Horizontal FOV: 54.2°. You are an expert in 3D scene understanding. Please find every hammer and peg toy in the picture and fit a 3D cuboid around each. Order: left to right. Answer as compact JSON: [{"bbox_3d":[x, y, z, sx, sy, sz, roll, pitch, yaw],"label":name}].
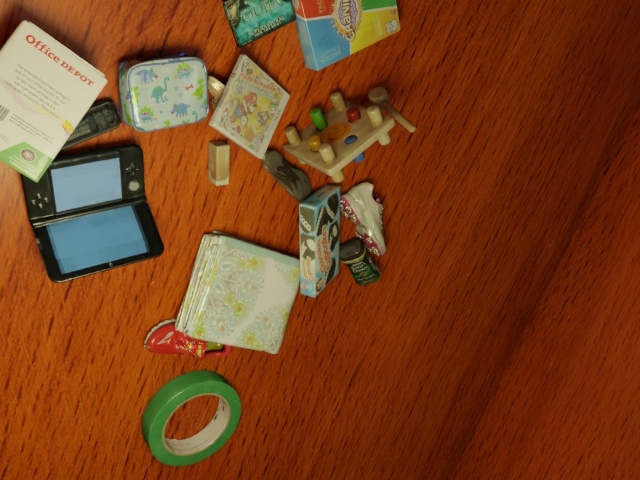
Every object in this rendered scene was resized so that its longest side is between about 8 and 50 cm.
[{"bbox_3d":[0.092,-0.338,1.828,0.361,0.266,0.127,-39,130,-13],"label":"hammer and peg toy"}]

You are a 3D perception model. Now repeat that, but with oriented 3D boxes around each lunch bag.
[{"bbox_3d":[-0.388,-0.373,1.557,0.219,0.090,0.176,-20,123,-34],"label":"lunch bag"}]

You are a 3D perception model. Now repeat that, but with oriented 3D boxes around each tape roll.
[{"bbox_3d":[-0.419,0.581,2.048,0.321,0.077,0.321,-18,123,-29],"label":"tape roll"}]

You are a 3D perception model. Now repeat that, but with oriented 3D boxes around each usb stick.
[{"bbox_3d":[-0.612,-0.257,1.488,0.278,0.045,0.077,-28,121,-22],"label":"usb stick"}]

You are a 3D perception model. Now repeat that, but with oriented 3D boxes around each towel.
[{"bbox_3d":[-0.238,0.164,1.924,0.374,0.090,0.320,20,88,-38],"label":"towel"}]

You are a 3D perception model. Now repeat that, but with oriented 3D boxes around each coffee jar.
[{"bbox_3d":[0.134,0.074,2.188,0.096,0.079,0.184,-19,133,19],"label":"coffee jar"}]

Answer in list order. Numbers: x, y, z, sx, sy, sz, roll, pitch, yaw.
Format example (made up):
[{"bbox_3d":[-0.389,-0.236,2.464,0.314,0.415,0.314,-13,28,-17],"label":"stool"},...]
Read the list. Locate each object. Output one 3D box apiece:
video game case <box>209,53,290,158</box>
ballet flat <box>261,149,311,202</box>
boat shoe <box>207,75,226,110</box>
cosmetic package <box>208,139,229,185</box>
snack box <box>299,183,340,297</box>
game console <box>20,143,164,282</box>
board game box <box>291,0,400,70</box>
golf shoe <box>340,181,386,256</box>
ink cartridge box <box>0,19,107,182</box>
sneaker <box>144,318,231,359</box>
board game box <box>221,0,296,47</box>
[{"bbox_3d":[-0.188,-0.359,1.708,0.227,0.026,0.206,30,82,-56],"label":"video game case"},{"bbox_3d":[-0.107,-0.194,1.902,0.250,0.058,0.084,40,65,-48],"label":"ballet flat"},{"bbox_3d":[-0.261,-0.366,1.684,0.059,0.063,0.170,-50,133,-12],"label":"boat shoe"},{"bbox_3d":[-0.284,-0.217,1.746,0.041,0.060,0.115,-11,118,-32],"label":"cosmetic package"},{"bbox_3d":[0.000,0.000,2.019,0.187,0.060,0.322,-42,139,-52],"label":"snack box"},{"bbox_3d":[-0.549,-0.072,1.537,0.293,0.173,0.250,-17,136,-30],"label":"game console"},{"bbox_3d":[0.073,-0.660,1.782,0.316,0.064,0.242,-32,128,-20],"label":"board game box"},{"bbox_3d":[0.175,-0.070,2.137,0.140,0.115,0.306,-45,133,-14],"label":"golf shoe"},{"bbox_3d":[-0.632,-0.300,1.360,0.201,0.117,0.278,36,84,-29],"label":"ink cartridge box"},{"bbox_3d":[-0.391,0.309,1.897,0.279,0.118,0.107,6,108,-39],"label":"sneaker"},{"bbox_3d":[-0.160,-0.609,1.658,0.186,0.026,0.126,-34,129,-18],"label":"board game box"}]
